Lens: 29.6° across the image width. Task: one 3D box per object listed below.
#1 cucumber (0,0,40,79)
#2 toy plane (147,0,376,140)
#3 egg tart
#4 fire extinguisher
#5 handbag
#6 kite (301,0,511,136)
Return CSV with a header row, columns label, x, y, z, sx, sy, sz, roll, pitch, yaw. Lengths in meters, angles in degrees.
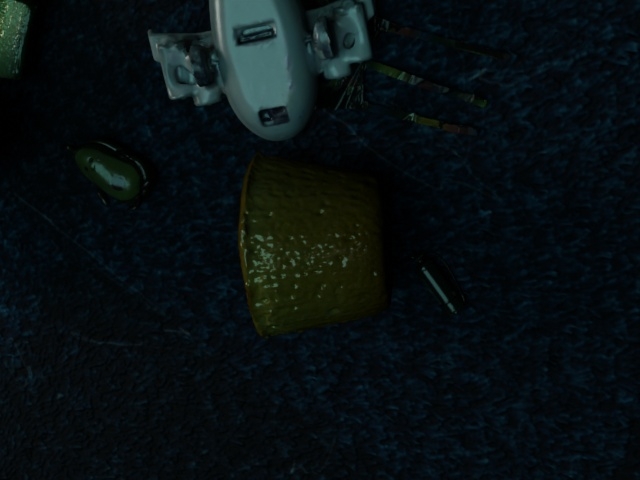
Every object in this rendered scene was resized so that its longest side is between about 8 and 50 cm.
label,x,y,z,sx,sy,sz,roll,pitch,yaw
cucumber,-0.381,-0.244,1.399,0.116,0.062,0.115,19,114,6
toy plane,-0.062,-0.225,1.258,0.245,0.117,0.244,1,104,4
egg tart,0.000,0.000,1.281,0.147,0.202,0.202,-4,105,7
fire extinguisher,0.128,0.043,1.327,0.038,0.025,0.083,-38,92,-12
handbag,-0.245,-0.081,1.408,0.111,0.047,0.072,31,113,6
kite,0.054,-0.188,1.285,0.286,0.015,0.152,16,111,14
